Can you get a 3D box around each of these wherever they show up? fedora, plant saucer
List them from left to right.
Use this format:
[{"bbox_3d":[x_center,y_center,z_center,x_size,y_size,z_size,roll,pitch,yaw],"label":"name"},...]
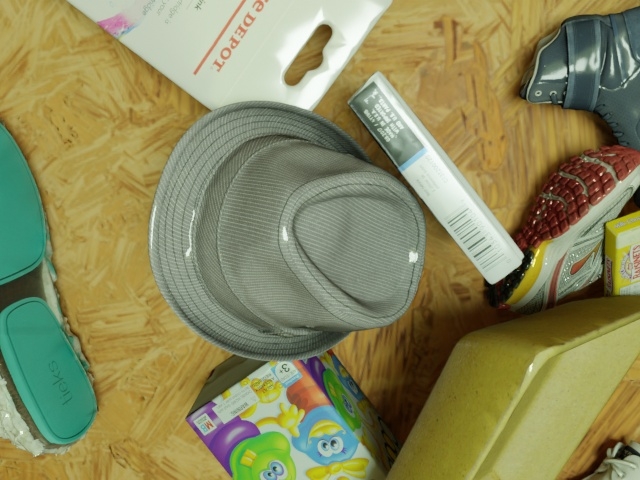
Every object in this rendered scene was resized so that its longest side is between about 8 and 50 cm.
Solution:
[{"bbox_3d":[0.000,0.000,0.532,0.275,0.124,0.244,29,77,-40],"label":"fedora"},{"bbox_3d":[0.176,0.191,0.573,0.081,0.332,0.333,37,116,36],"label":"plant saucer"}]

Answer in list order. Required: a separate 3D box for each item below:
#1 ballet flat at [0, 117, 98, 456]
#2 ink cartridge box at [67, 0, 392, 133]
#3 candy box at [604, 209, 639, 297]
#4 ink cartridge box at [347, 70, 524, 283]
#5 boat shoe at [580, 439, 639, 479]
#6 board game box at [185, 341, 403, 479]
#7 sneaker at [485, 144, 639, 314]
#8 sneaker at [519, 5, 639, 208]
[{"bbox_3d":[-0.384,0.063,0.681,0.146,0.147,0.409,-12,99,4],"label":"ballet flat"},{"bbox_3d":[-0.121,-0.273,0.609,0.353,0.119,0.207,38,100,-4],"label":"ink cartridge box"},{"bbox_3d":[0.363,0.043,0.641,0.105,0.027,0.206,-20,130,3],"label":"candy box"},{"bbox_3d":[0.108,-0.072,0.593,0.045,0.208,0.206,-39,96,13],"label":"ink cartridge box"},{"bbox_3d":[0.382,0.286,0.704,0.267,0.096,0.088,-16,95,4],"label":"boat shoe"},{"bbox_3d":[-0.004,0.245,0.685,0.144,0.142,0.275,-36,97,8],"label":"board game box"},{"bbox_3d":[0.277,-0.006,0.649,0.092,0.088,0.225,18,126,-14],"label":"sneaker"},{"bbox_3d":[0.303,-0.134,0.640,0.163,0.086,0.226,-4,114,16],"label":"sneaker"}]
